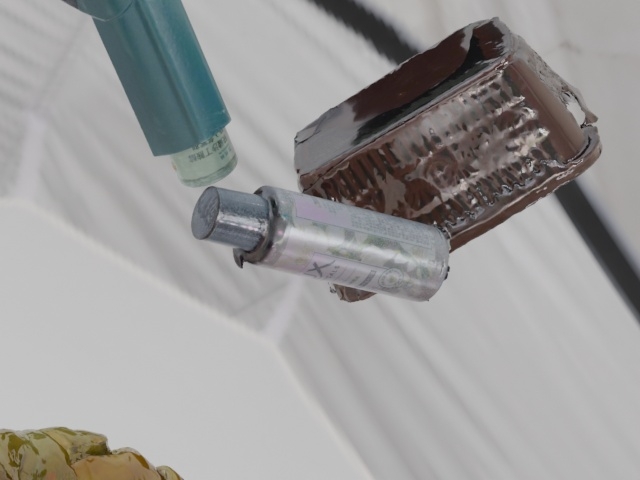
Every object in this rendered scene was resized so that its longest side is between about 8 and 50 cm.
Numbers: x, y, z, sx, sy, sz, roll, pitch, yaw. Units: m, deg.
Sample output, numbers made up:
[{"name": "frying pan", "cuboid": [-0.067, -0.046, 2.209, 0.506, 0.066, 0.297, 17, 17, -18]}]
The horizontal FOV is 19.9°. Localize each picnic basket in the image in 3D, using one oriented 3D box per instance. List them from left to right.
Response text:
[{"name": "picnic basket", "cuboid": [0.100, -0.084, 1.698, 0.129, 0.297, 0.222, 54, 12, -21]}]

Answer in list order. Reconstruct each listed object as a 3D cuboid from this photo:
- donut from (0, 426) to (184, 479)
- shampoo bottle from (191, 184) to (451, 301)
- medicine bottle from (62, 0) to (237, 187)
[{"name": "donut", "cuboid": [-0.163, 0.265, 1.010, 0.170, 0.360, 0.360, -14, -73, 26]}, {"name": "shampoo bottle", "cuboid": [0.000, 0.000, 1.457, 0.072, 0.214, 0.072, -31, -127, 52]}, {"name": "medicine bottle", "cuboid": [-0.160, -0.172, 1.722, 0.124, 0.079, 0.258, 7, -49, 45]}]
